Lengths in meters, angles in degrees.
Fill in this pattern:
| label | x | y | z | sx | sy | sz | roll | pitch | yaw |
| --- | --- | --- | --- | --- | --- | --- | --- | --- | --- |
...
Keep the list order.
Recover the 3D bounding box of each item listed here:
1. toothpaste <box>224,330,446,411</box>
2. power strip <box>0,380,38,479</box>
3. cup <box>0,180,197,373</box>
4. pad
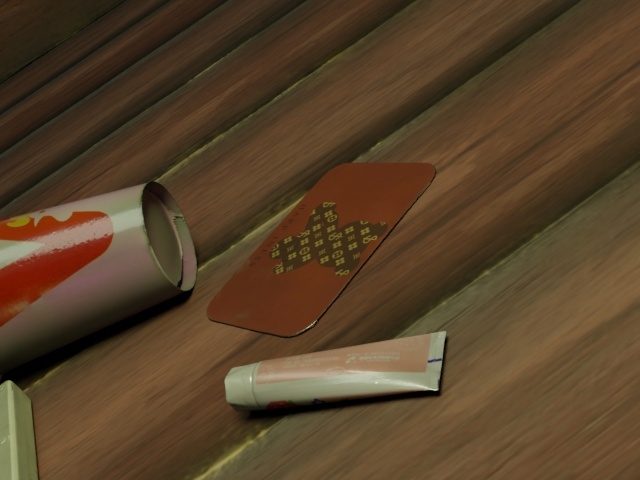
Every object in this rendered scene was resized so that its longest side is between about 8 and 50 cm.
| label | x | y | z | sx | sy | sz | roll | pitch | yaw |
| --- | --- | --- | --- | --- | --- | --- | --- | --- | --- |
| toothpaste | 0.012 | 0.114 | 0.760 | 0.194 | 0.043 | 0.067 | -12 | 34 | 23 |
| power strip | -0.324 | 0.261 | 0.856 | 0.106 | 0.043 | 0.367 | -35 | 29 | -4 |
| cup | -0.304 | 0.037 | 1.045 | 0.288 | 0.203 | 0.203 | -18 | 32 | 12 |
| pad | 0.000 | 0.000 | 0.973 | 0.181 | 0.004 | 0.267 | 5 | 47 | 48 |
